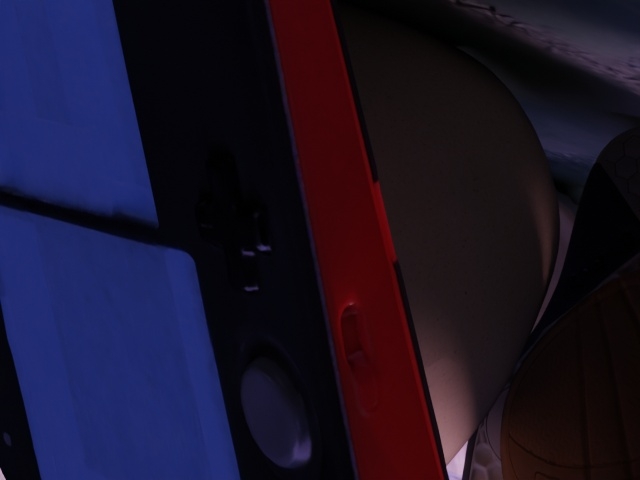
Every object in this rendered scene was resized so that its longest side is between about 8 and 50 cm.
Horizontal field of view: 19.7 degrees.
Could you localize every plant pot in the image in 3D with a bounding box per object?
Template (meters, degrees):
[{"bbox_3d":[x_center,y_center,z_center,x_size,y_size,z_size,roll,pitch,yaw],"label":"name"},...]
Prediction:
[{"bbox_3d":[0.000,0.000,0.873,0.191,0.284,0.284,-21,-164,-26],"label":"plant pot"}]

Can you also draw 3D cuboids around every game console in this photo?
[{"bbox_3d":[-0.087,-0.008,0.750,0.060,0.342,0.386,-23,-163,-27],"label":"game console"}]

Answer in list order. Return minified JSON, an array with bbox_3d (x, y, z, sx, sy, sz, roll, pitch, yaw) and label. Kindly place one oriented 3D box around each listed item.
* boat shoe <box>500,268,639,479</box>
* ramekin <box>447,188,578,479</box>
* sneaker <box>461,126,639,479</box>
[{"bbox_3d":[0.210,0.059,0.755,0.110,0.121,0.341,10,156,-34],"label":"boat shoe"},{"bbox_3d":[0.104,0.051,1.198,0.207,0.207,0.109,19,166,16],"label":"ramekin"},{"bbox_3d":[0.164,0.065,0.961,0.086,0.226,0.163,26,-178,29],"label":"sneaker"}]
